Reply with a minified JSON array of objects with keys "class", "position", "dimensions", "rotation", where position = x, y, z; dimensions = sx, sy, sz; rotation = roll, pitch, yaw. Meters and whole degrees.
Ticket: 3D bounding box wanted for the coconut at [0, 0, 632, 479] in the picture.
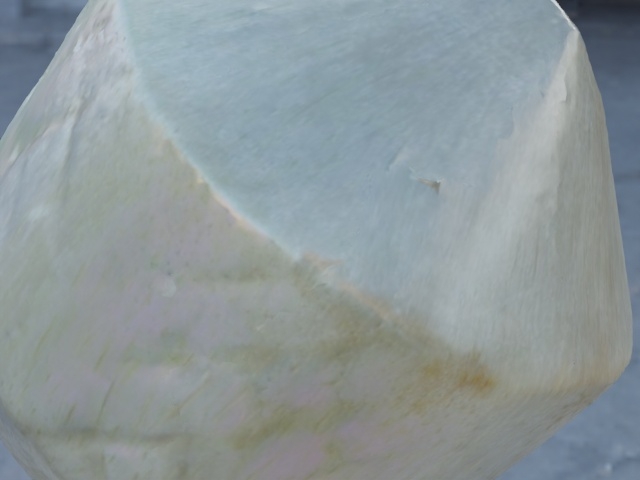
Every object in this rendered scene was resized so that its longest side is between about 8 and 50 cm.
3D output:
[{"class":"coconut","position":[0.000,0.000,0.960],"dimensions":[0.415,0.415,0.345],"rotation":[-12,58,-39]}]
